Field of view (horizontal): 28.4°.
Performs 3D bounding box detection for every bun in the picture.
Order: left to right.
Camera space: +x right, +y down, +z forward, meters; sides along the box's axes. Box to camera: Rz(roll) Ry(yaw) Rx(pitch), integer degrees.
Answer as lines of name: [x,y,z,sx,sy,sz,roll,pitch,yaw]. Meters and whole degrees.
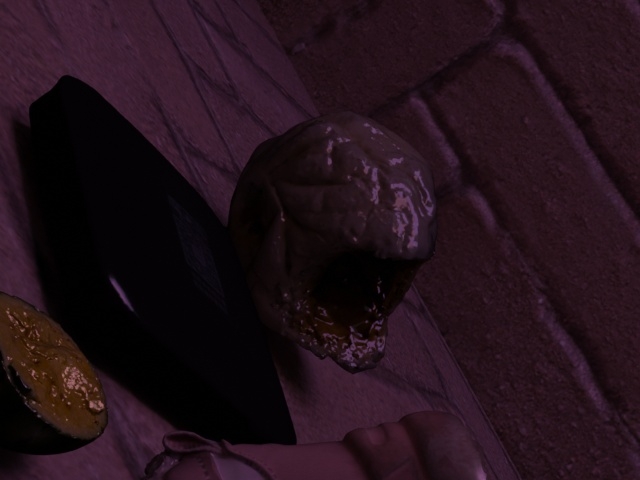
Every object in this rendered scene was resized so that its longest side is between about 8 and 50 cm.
bun: [-0.001,-0.012,1.407,0.205,0.281,0.281,16,28,-20]

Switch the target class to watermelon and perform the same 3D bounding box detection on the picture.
watermelon: [-0.175,0.084,0.738,0.105,0.062,0.105,48,12,-13]

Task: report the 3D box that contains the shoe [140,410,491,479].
shoe: [-0.014,0.265,0.690,0.172,0.198,0.351,109,-15,-79]

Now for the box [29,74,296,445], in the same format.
box: [-0.134,0.030,1.081,0.290,0.073,0.289,48,14,-46]
